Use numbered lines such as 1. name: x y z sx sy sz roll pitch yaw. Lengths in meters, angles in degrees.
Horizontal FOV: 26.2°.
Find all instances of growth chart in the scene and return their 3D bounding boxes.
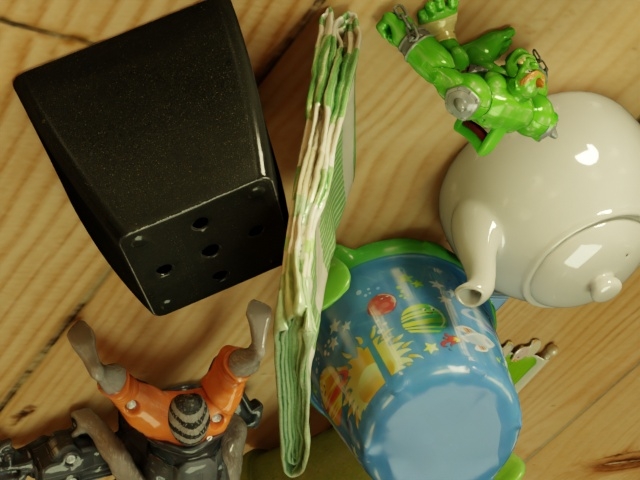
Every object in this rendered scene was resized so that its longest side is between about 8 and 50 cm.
1. growth chart: 0.196 0.194 1.831 0.237 0.021 0.172 -3 140 -33

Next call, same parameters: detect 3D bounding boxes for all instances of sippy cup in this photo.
1. sippy cup: 0.099 0.147 1.433 0.305 0.224 0.240 11 112 -18

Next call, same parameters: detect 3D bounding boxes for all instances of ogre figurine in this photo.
1. ogre figurine: 0.147 -0.144 1.227 0.097 0.118 0.197 -36 147 14

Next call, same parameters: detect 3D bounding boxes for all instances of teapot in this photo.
1. teapot: 0.261 -0.017 1.425 0.256 0.187 0.252 -35 147 11

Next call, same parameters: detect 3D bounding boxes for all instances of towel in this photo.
1. towel: 0.000 0.000 1.162 0.038 0.325 0.248 5 145 3

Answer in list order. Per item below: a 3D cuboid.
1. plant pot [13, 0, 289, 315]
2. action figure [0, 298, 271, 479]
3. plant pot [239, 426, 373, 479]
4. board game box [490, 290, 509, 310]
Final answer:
1. plant pot: -0.117 -0.054 1.124 0.187 0.167 0.188 -23 147 -7
2. action figure: -0.194 0.224 1.461 0.341 0.178 0.330 -16 137 -19
3. plant pot: 0.082 0.313 1.678 0.254 0.276 0.276 -34 147 10
4. board game box: 0.104 0.119 1.641 0.160 0.039 0.211 4 138 -39
